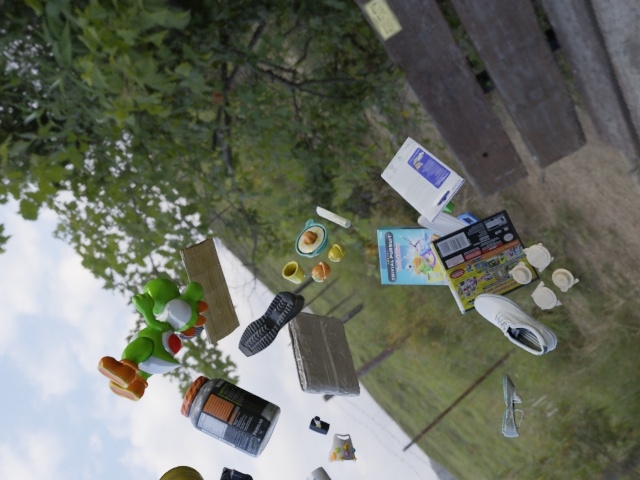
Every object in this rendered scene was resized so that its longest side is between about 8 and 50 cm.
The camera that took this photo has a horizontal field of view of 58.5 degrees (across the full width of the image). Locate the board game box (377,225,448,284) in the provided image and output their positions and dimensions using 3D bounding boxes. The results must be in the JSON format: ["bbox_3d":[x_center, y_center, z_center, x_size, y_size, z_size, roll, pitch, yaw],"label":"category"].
[{"bbox_3d":[0.430,0.064,2.513,0.079,0.336,0.253,-32,-62,-64],"label":"board game box"}]

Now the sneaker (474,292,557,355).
[{"bbox_3d":[0.555,0.236,1.654,0.258,0.094,0.091,31,-152,32],"label":"sneaker"}]

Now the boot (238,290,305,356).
[{"bbox_3d":[-0.116,0.219,1.487,0.077,0.198,0.137,45,-174,15],"label":"boot"}]

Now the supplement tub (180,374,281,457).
[{"bbox_3d":[-0.190,0.367,1.210,0.191,0.116,0.117,24,180,9],"label":"supplement tub"}]

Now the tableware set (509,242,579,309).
[{"bbox_3d":[0.585,0.095,1.507,0.020,0.141,0.168,-26,-112,-43],"label":"tableware set"}]

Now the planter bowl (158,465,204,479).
[{"bbox_3d":[-0.478,0.914,2.025,0.217,0.090,0.217,16,-117,-35],"label":"planter bowl"}]

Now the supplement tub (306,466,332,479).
[{"bbox_3d":[0.010,0.802,1.859,0.107,0.071,0.071,47,-178,30],"label":"supplement tub"}]

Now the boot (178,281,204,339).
[{"bbox_3d":[-0.472,0.241,2.148,0.161,0.246,0.083,31,173,41],"label":"boot"}]

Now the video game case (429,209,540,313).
[{"bbox_3d":[0.521,0.066,1.820,0.035,0.275,0.248,107,139,-78],"label":"video game case"}]

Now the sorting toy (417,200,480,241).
[{"bbox_3d":[0.477,-0.066,2.131,0.196,0.047,0.347,28,161,0],"label":"sorting toy"}]

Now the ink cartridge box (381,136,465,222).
[{"bbox_3d":[0.331,-0.187,1.803,0.065,0.165,0.332,25,-161,-36],"label":"ink cartridge box"}]

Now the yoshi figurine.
[{"bbox_3d":[-0.478,0.244,1.596,0.204,0.362,0.203,-16,123,46],"label":"yoshi figurine"}]

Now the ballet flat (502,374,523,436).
[{"bbox_3d":[0.676,0.579,2.002,0.072,0.068,0.213,44,-130,-56],"label":"ballet flat"}]

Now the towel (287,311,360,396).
[{"bbox_3d":[0.008,0.325,1.662,0.187,0.049,0.282,12,-141,-27],"label":"towel"}]

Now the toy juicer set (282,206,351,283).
[{"bbox_3d":[0.000,0.000,2.025,0.209,0.328,0.089,1,150,40],"label":"toy juicer set"}]

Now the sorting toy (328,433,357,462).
[{"bbox_3d":[0.064,0.573,1.581,0.083,0.045,0.075,10,-124,-26],"label":"sorting toy"}]

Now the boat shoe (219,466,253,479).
[{"bbox_3d":[-0.268,0.972,2.145,0.127,0.158,0.340,-4,143,38],"label":"boat shoe"}]

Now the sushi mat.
[{"bbox_3d":[-0.347,0.159,1.812,0.151,0.019,0.316,-28,-76,-58],"label":"sushi mat"}]

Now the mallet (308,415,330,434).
[{"bbox_3d":[0.003,0.542,1.683,0.062,0.039,0.189,20,157,3],"label":"mallet"}]
